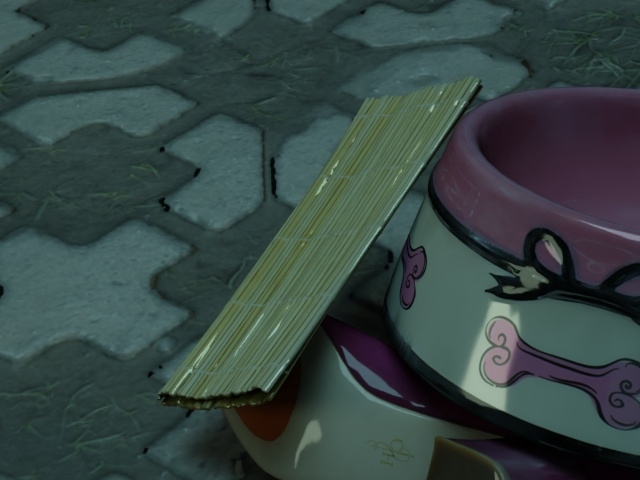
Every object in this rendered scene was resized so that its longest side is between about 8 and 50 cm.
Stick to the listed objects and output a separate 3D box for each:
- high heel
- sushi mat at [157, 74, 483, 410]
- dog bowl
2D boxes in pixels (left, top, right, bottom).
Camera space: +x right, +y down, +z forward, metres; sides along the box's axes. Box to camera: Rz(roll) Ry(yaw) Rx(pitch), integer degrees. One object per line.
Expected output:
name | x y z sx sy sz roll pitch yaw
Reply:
high heel | 0.074 0.143 1.380 0.181 0.127 0.377 13 12 -39
sushi mat | 0.000 0.000 1.407 0.151 0.019 0.316 -9 39 53
dog bowl | 0.253 0.011 1.362 0.408 0.150 0.408 5 22 -2
